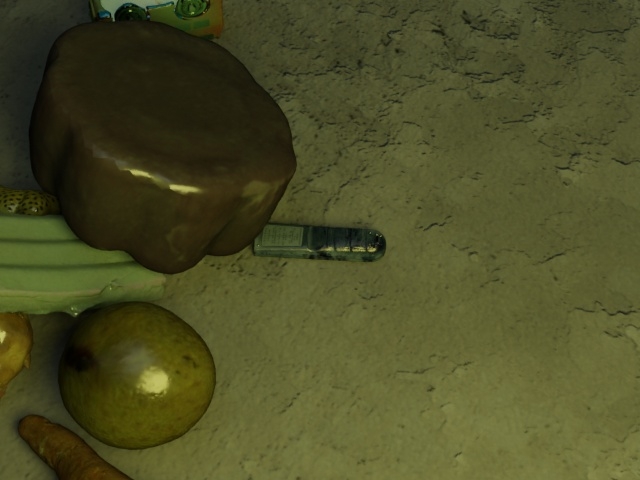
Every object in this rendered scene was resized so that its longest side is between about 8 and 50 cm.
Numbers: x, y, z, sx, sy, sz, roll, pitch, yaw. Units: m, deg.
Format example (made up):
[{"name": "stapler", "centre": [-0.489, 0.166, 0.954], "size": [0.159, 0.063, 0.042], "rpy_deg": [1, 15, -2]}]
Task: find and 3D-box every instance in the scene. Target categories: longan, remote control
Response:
[{"name": "longan", "centre": [-0.173, 0.134, 0.948], "size": [0.176, 0.145, 0.155], "rpy_deg": [14, 28, -44]}, {"name": "remote control", "centre": [0.000, 0.001, 1.107], "size": [0.152, 0.027, 0.044], "rpy_deg": [2, 61, 3]}]

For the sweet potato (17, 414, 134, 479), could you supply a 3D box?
[{"name": "sweet potato", "centre": [-0.158, 0.260, 0.907], "size": [0.346, 0.079, 0.108], "rpy_deg": [19, 28, 13]}]

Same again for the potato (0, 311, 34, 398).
[{"name": "potato", "centre": [-0.444, 0.087, 0.972], "size": [0.300, 0.140, 0.173], "rpy_deg": [10, 44, -1]}]

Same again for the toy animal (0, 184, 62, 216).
[{"name": "toy animal", "centre": [-0.374, -0.032, 1.103], "size": [0.181, 0.073, 0.136], "rpy_deg": [11, 53, 17]}]

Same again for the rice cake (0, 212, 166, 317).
[{"name": "rice cake", "centre": [-0.276, 0.021, 1.007], "size": [0.237, 0.043, 0.127], "rpy_deg": [0, 46, -44]}]

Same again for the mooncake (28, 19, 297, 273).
[{"name": "mooncake", "centre": [-0.177, -0.106, 1.059], "size": [0.306, 0.154, 0.306], "rpy_deg": [16, 41, -14]}]

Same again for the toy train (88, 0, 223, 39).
[{"name": "toy train", "centre": [-0.209, -0.304, 1.264], "size": [0.188, 0.099, 0.072], "rpy_deg": [-14, 60, -11]}]
